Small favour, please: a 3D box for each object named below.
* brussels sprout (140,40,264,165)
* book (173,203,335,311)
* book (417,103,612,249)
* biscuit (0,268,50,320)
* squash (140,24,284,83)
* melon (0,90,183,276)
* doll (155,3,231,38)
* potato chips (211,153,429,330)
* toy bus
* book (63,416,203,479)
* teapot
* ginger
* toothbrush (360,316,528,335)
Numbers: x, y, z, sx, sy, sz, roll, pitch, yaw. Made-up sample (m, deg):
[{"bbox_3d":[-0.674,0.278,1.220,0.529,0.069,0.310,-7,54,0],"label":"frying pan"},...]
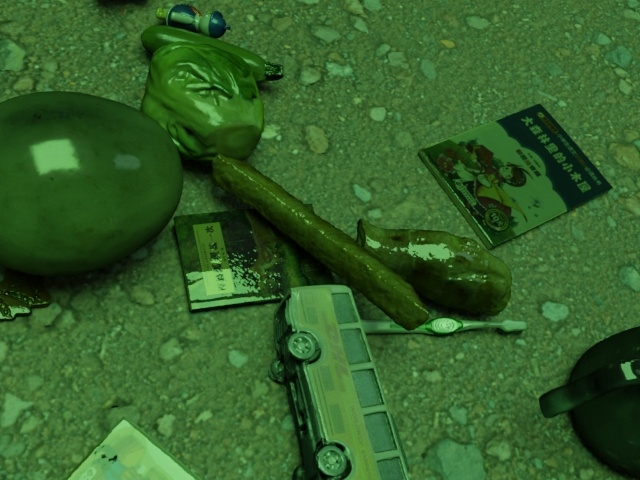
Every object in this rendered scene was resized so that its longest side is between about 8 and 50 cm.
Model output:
[{"bbox_3d":[-0.183,-0.221,1.239,0.223,0.161,0.223,25,44,-27],"label":"brussels sprout"},{"bbox_3d":[-0.101,0.024,1.189,0.228,0.024,0.160,-5,63,-20],"label":"book"},{"bbox_3d":[0.364,-0.129,1.426,0.322,0.018,0.228,-24,70,-27],"label":"book"},{"bbox_3d":[-0.422,0.077,1.064,0.082,0.016,0.092,41,56,9],"label":"biscuit"},{"bbox_3d":[-0.187,-0.317,1.343,0.252,0.066,0.066,16,57,-8],"label":"squash"},{"bbox_3d":[-0.341,-0.076,1.041,0.308,0.272,0.271,-2,60,-11],"label":"melon"},{"bbox_3d":[-0.221,-0.385,1.362,0.143,0.057,0.099,16,10,21],"label":"doll"},{"bbox_3d":[0.000,0.000,1.156,0.407,0.057,0.080,37,21,18],"label":"potato chips"},{"bbox_3d":[0.019,0.228,1.062,0.138,0.097,0.342,-3,59,-26],"label":"toy bus"},{"bbox_3d":[-0.210,0.372,0.943,0.264,0.027,0.202,38,56,8],"label":"book"},{"bbox_3d":[0.485,0.188,1.110,0.305,0.285,0.223,22,56,-4],"label":"teapot"},{"bbox_3d":[0.176,0.039,1.209,0.263,0.116,0.109,16,73,-3],"label":"ginger"},{"bbox_3d":[0.184,0.133,1.206,0.304,0.030,0.030,3,59,-15],"label":"toothbrush"}]
